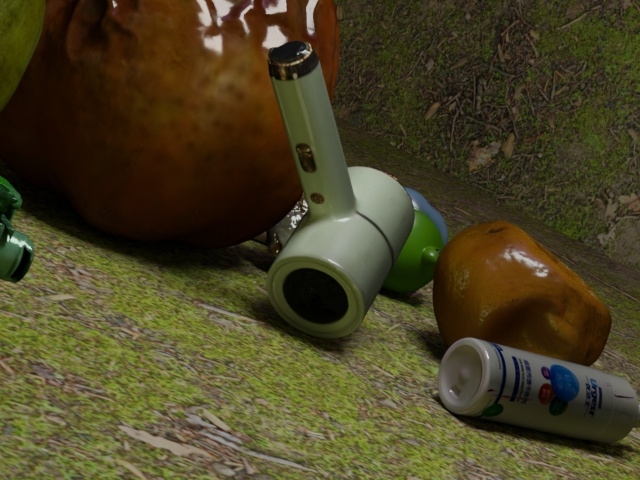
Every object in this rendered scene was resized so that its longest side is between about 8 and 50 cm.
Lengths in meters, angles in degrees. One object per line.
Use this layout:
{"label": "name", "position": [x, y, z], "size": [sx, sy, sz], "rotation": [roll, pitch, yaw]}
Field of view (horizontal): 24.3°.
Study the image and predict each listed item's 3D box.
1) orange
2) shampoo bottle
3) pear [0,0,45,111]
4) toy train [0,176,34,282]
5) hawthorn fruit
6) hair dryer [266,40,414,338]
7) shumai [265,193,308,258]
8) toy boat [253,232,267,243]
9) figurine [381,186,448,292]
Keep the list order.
{"label": "orange", "position": [0.250, 0.092, 1.957], "size": [0.249, 0.183, 0.249], "rotation": [41, 7, -6]}
{"label": "shampoo bottle", "position": [0.281, 0.188, 1.780], "size": [0.303, 0.092, 0.092], "rotation": [16, 12, -33]}
{"label": "pear", "position": [-0.467, -0.259, 1.569], "size": [0.352, 0.413, 0.352], "rotation": [18, 12, -4]}
{"label": "toy train", "position": [-0.389, -0.031, 1.373], "size": [0.243, 0.132, 0.188], "rotation": [20, 6, -28]}
{"label": "hawthorn fruit", "position": [-0.193, -0.220, 1.903], "size": [0.472, 0.471, 0.472], "rotation": [22, 11, -4]}
{"label": "hair dryer", "position": [0.000, -0.084, 1.742], "size": [0.128, 0.362, 0.203], "rotation": [2, 37, 26]}
{"label": "shumai", "position": [0.000, 0.000, 2.069], "size": [0.201, 0.201, 0.120], "rotation": [20, -31, -15]}
{"label": "toy boat", "position": [-0.111, -0.047, 2.203], "size": [0.188, 0.061, 0.116], "rotation": [19, 12, -18]}
{"label": "figurine", "position": [0.103, 0.003, 2.230], "size": [0.162, 0.143, 0.263], "rotation": [42, -10, -9]}
